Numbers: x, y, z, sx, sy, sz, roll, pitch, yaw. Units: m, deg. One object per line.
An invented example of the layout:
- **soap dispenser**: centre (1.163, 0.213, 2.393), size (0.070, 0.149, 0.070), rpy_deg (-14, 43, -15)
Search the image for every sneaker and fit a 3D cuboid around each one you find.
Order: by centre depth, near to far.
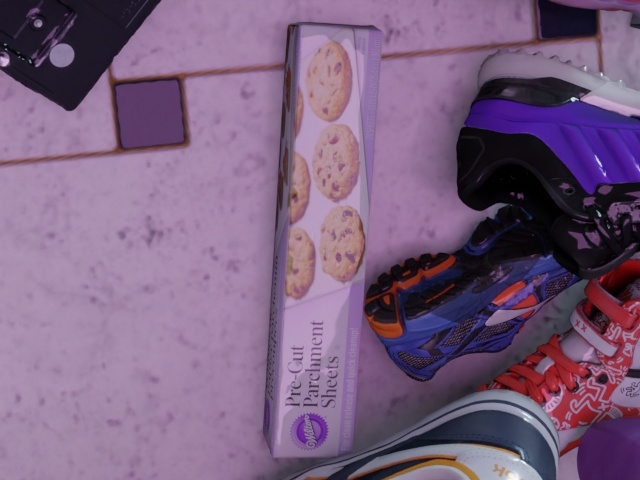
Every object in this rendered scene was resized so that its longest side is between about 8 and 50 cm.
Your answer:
- **sneaker**: centre (0.024, 0.224, 0.963), size (0.321, 0.127, 0.126), rpy_deg (-38, 101, 26)
- **sneaker**: centre (0.232, -0.030, 0.966), size (0.293, 0.102, 0.146), rpy_deg (16, 66, 20)
- **sneaker**: centre (0.183, 0.095, 1.026), size (0.270, 0.090, 0.145), rpy_deg (-14, 127, -14)
- **sneaker**: centre (0.138, 0.036, 1.045), size (0.221, 0.083, 0.087), rpy_deg (-22, 127, -10)

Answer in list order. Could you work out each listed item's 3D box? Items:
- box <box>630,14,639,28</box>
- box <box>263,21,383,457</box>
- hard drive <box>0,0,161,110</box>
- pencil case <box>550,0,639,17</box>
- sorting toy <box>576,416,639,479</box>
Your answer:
- **box**: centre (0.334, -0.241, 1.050), size (0.145, 0.038, 0.186), rpy_deg (11, 98, -12)
- **box**: centre (0.000, 0.000, 1.012), size (0.067, 0.063, 0.324), rpy_deg (3, 99, -10)
- **hard drive**: centre (-0.223, -0.262, 0.852), size (0.339, 0.064, 0.237), rpy_deg (32, 100, -39)
- **pencil case**: centre (0.129, -0.241, 0.963), size (0.284, 0.124, 0.124), rpy_deg (10, 97, -10)
- **sorting toy**: centre (0.205, 0.293, 1.060), size (0.126, 0.127, 0.365), rpy_deg (6, 117, -35)
